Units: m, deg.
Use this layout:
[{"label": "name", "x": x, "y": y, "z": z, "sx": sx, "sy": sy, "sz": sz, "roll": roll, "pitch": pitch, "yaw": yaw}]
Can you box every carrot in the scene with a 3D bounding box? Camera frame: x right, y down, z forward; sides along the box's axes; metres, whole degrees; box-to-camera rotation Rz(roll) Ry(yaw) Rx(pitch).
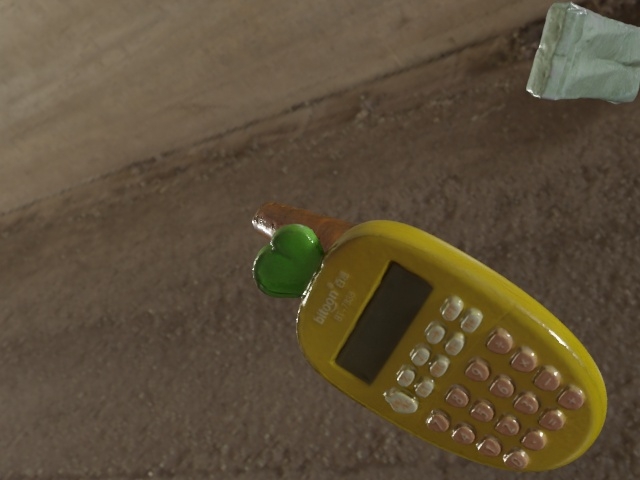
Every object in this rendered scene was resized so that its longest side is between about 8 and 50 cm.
[{"label": "carrot", "x": 0.000, "y": 0.000, "z": 0.835, "sx": 0.055, "sy": 0.055, "sz": 0.161, "roll": -49, "pitch": 43, "yaw": -14}]

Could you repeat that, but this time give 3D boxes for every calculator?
[{"label": "calculator", "x": 0.064, "y": 0.062, "z": 0.594, "sx": 0.032, "sy": 0.235, "sz": 0.146, "roll": -50, "pitch": -10, "yaw": -47}]

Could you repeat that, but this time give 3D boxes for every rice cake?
[{"label": "rice cake", "x": 0.254, "y": -0.169, "z": 0.890, "sx": 0.040, "sy": 0.226, "sz": 0.085, "roll": 25, "pitch": 109, "yaw": 30}]
